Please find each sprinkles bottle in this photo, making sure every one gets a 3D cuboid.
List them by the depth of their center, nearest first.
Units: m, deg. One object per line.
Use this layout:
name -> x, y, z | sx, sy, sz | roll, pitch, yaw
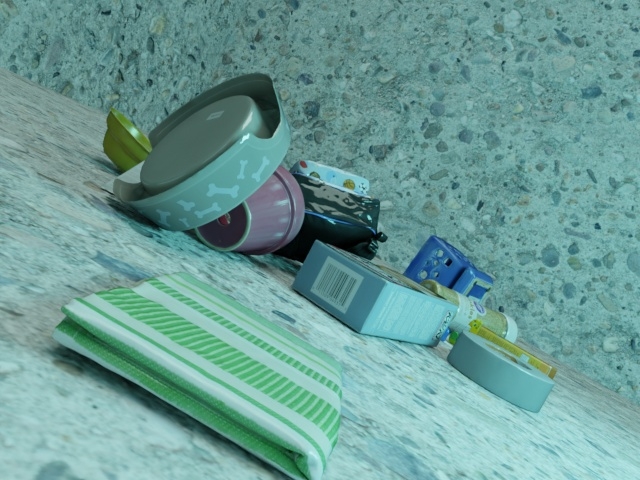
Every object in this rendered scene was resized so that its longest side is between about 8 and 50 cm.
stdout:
sprinkles bottle -> 0.432, 0.230, 1.896 | 0.355, 0.121, 0.121 | 25, 5, -29

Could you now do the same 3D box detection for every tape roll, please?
tape roll -> 0.385, 0.278, 1.360 | 0.219, 0.072, 0.219 | 28, 5, -3

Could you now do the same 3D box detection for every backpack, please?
backpack -> -0.010, -0.050, 1.503 | 0.276, 0.213, 0.263 | 20, -33, -14

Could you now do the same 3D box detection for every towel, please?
towel -> -0.090, 0.110, 0.623 | 0.247, 0.038, 0.325 | 29, 3, 1

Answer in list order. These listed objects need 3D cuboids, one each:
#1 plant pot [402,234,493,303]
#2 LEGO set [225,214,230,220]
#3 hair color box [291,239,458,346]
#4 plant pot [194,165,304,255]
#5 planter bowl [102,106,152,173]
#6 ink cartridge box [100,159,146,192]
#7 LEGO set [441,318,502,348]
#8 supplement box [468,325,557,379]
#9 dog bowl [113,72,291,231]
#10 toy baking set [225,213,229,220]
plant pot -> 0.426, 0.150, 2.124 | 0.212, 0.236, 0.236 | 40, 11, 36
LEGO set -> -0.314, -0.124, 1.780 | 0.286, 0.107, 0.132 | 23, -30, -6
hair color box -> 0.127, 0.120, 1.329 | 0.185, 0.114, 0.374 | 31, 4, 34
plant pot -> -0.156, -0.059, 1.265 | 0.201, 0.202, 0.180 | 29, 19, 14
planter bowl -> -0.471, -0.220, 1.569 | 0.217, 0.090, 0.217 | 47, 1, -1
ink cartridge box -> -0.340, -0.082, 1.338 | 0.189, 0.066, 0.232 | 28, 25, -3
LEGO set -> 0.369, 0.233, 1.631 | 0.227, 0.093, 0.087 | 30, 5, 20
supplement box -> 0.495, 0.307, 1.669 | 0.233, 0.080, 0.078 | 28, 2, 36
dog bowl -> -0.206, -0.158, 1.154 | 0.102, 0.348, 0.348 | 55, -12, -33
toy baking set -> -0.305, -0.132, 1.578 | 0.256, 0.030, 0.197 | 47, 0, 34
